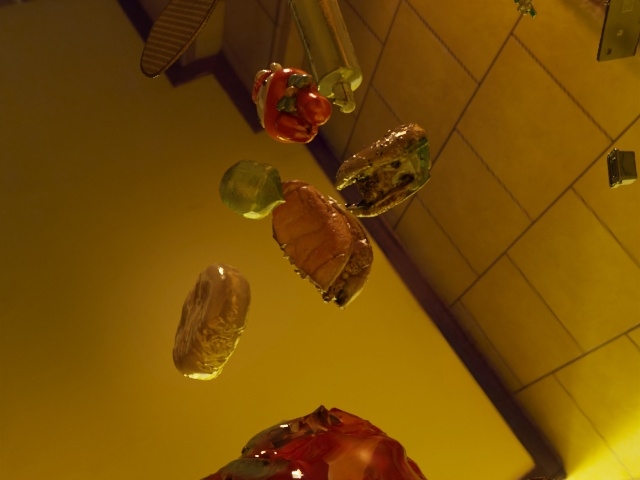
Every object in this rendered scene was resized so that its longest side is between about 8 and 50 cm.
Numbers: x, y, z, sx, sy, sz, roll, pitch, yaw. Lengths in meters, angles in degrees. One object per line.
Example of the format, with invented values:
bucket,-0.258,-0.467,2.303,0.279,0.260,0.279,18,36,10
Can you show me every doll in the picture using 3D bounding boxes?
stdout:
doll,-0.066,-0.285,1.271,0.290,0.130,0.160,47,129,50

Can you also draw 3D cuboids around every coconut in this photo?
coconut,-0.094,-0.072,0.864,0.096,0.087,0.087,25,144,12

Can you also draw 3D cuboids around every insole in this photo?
insole,-0.122,-0.284,0.654,0.086,0.253,0.005,32,177,37

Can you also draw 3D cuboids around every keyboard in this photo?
keyboard,0.740,-0.582,1.459,0.317,0.106,0.027,76,-170,-48

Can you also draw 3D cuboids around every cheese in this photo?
cheese,-0.210,0.158,1.199,0.214,0.117,0.226,-60,23,26

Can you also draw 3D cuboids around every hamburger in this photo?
hamburger,0.000,0.000,1.269,0.246,0.282,0.155,2,156,19
hamburger,0.186,-0.190,1.588,0.167,0.288,0.192,59,161,-10

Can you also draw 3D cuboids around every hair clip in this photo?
hair clip,0.553,-0.697,1.690,0.172,0.049,0.049,69,158,13

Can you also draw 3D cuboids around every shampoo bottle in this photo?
shampoo bottle,0.013,-0.336,1.048,0.085,0.085,0.262,119,138,-62

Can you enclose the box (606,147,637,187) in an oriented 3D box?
box,0.807,-0.194,1.607,0.074,0.054,0.099,62,-152,-77

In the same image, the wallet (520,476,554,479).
wallet,0.236,0.436,0.913,0.052,0.245,0.168,-102,1,-58

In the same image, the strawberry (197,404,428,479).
strawberry,0.017,0.314,0.423,0.345,0.318,0.295,38,107,28
